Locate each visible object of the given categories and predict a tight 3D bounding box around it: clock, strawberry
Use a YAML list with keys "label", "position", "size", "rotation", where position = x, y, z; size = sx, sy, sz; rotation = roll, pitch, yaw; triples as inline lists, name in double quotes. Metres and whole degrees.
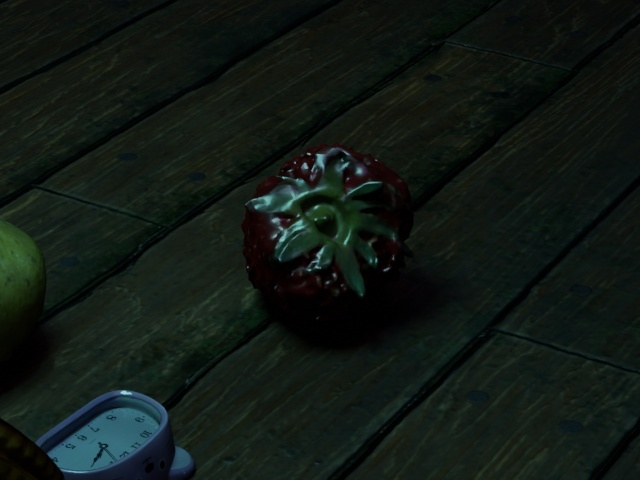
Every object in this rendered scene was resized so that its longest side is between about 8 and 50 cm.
- label: "clock"
  position: [-0.187, 0.196, 1.773]
  size: [0.110, 0.050, 0.153]
  rotation: [18, 32, 28]
- label: "strawberry"
  position: [0.000, 0.000, 2.041]
  size: [0.184, 0.186, 0.201]
  rotation: [-2, -11, -18]

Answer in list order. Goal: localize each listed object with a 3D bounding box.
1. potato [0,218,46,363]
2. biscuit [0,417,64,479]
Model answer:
- label: "potato"
  position: [-0.395, 0.051, 1.909]
  size: [0.266, 0.229, 0.229]
  rotation: [1, 24, -35]
- label: "biscuit"
  position: [-0.312, 0.185, 1.635]
  size: [0.220, 0.220, 0.066]
  rotation: [11, 63, 18]
